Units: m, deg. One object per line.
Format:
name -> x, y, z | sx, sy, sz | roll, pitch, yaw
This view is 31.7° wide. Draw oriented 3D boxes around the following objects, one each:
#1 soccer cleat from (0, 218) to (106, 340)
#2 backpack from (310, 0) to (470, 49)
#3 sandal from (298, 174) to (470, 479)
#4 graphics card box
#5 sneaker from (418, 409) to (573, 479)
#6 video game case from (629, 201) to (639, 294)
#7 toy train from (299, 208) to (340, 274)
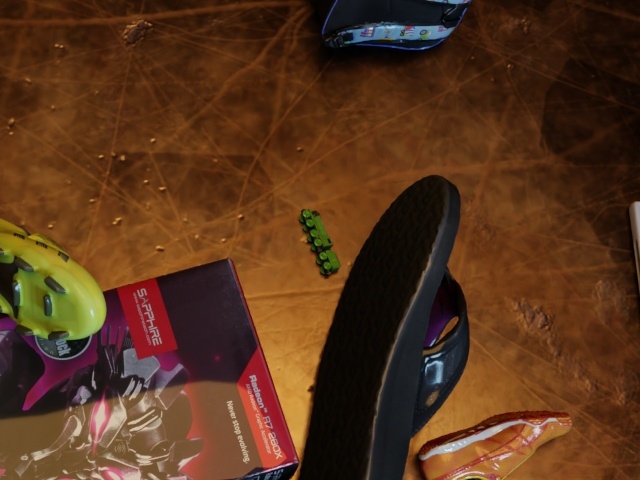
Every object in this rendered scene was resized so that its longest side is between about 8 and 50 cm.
soccer cleat -> -0.287, 0.023, 1.104 | 0.121, 0.289, 0.093 | -20, 115, -42
backpack -> 0.090, -0.309, 1.349 | 0.173, 0.158, 0.117 | 3, 48, -23
sandal -> 0.075, 0.149, 1.169 | 0.107, 0.167, 0.446 | 25, 71, -26
graphics card box -> -0.229, 0.176, 1.121 | 0.371, 0.094, 0.233 | -14, 70, -14
sneaker -> 0.188, 0.224, 1.196 | 0.175, 0.064, 0.067 | -17, 91, -10
video game case -> 0.472, 0.045, 1.331 | 0.201, 0.023, 0.183 | 3, 67, -7
toy train -> 0.000, 0.000, 1.275 | 0.023, 0.017, 0.083 | -13, 70, -25
